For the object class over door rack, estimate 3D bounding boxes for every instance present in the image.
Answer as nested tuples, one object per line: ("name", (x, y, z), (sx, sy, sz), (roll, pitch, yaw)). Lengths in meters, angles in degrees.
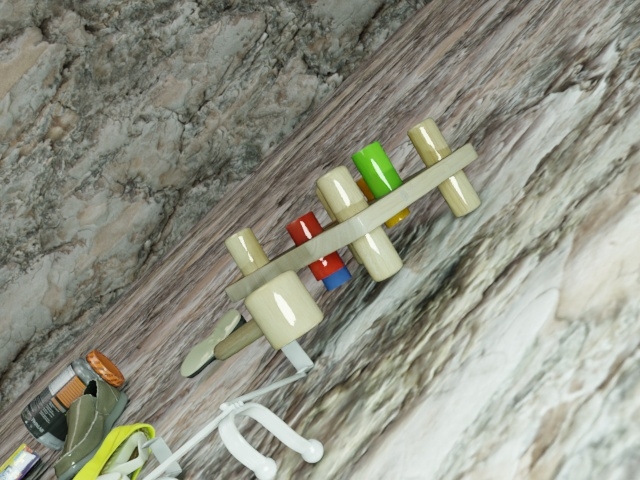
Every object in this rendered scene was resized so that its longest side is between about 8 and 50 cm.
("over door rack", (-0.112, 0.228, 0.731), (0.239, 0.108, 0.324), (-39, 0, 8))

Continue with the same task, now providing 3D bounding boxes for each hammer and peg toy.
("hammer and peg toy", (0.000, 0.000, 0.838), (0.361, 0.127, 0.266), (-33, 3, -44))

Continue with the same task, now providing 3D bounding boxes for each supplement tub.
("supplement tub", (-0.500, 0.322, 1.480), (0.190, 0.117, 0.117), (-44, 14, -7))

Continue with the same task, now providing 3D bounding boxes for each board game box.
("board game box", (-0.637, 0.490, 1.451), (0.170, 0.048, 0.141), (-50, 4, -26))

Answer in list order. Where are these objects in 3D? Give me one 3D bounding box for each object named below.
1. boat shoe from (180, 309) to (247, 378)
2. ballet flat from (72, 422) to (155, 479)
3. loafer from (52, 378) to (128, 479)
("boat shoe", (-0.167, 0.172, 1.160), (0.133, 0.042, 0.049), (-47, 39, -15))
("ballet flat", (-0.277, 0.318, 0.968), (0.077, 0.077, 0.231), (-22, 17, 13))
("loafer", (-0.425, 0.332, 1.295), (0.094, 0.087, 0.251), (-40, 14, 12))
